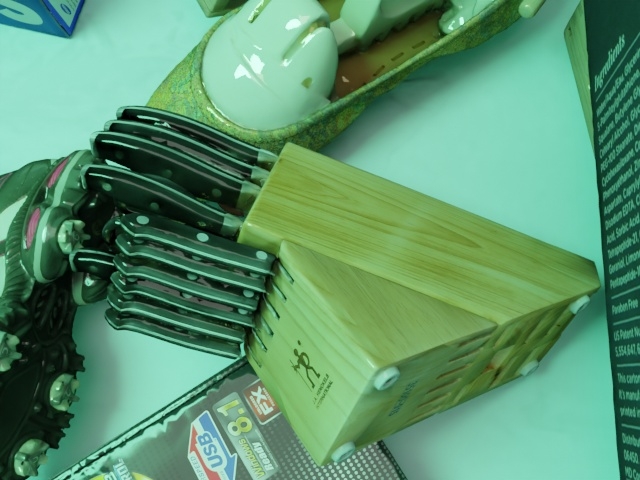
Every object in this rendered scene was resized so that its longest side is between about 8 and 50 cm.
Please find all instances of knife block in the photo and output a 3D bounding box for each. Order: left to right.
[{"bbox_3d":[0.000,0.000,0.424,0.276,0.088,0.242,-11,50,-36],"label":"knife block"}]

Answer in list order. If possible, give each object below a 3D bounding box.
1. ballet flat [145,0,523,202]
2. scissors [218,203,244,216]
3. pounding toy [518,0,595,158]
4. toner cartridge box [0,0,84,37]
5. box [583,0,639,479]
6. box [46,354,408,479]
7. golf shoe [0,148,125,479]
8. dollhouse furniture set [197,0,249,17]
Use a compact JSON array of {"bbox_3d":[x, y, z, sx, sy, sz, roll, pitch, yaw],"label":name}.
[{"bbox_3d":[0.017,-0.148,0.469,0.349,0.123,0.123,-31,76,-12],"label":"ballet flat"},{"bbox_3d":[-0.009,-0.154,0.538,0.109,0.021,0.297,32,77,10],"label":"scissors"},{"bbox_3d":[0.225,-0.154,0.487,0.181,0.094,0.205,-9,77,1],"label":"pounding toy"},{"bbox_3d":[-0.365,-0.256,0.500,0.348,0.165,0.075,13,76,6],"label":"toner cartridge box"},{"bbox_3d":[0.298,-0.036,0.294,0.294,0.212,0.395,-2,78,7],"label":"box"},{"bbox_3d":[-0.028,0.220,0.416,0.216,0.060,0.270,-31,76,-7],"label":"box"},{"bbox_3d":[-0.213,0.060,0.434,0.120,0.105,0.272,3,53,22],"label":"golf shoe"},{"bbox_3d":[0.050,-0.340,0.466,0.304,0.286,0.198,-22,81,-33],"label":"dollhouse furniture set"}]
